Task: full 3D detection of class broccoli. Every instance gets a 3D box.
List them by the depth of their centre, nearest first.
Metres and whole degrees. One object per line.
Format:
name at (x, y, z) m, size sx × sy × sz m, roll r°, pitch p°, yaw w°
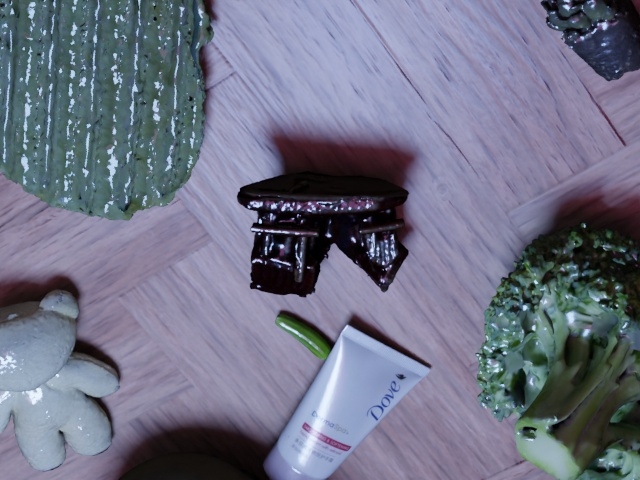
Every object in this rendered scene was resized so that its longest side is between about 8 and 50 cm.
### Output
broccoli at (0.307, 0.174, 1.686) m, size 0.249 × 0.302 × 0.375 m, roll 1°, pitch 120°, yaw 60°

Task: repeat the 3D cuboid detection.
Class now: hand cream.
hand cream at (0.026, 0.231, 1.872) m, size 0.133 × 0.083 × 0.248 m, roll 26°, pitch 114°, yaw -20°

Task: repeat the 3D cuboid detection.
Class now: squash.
squash at (-0.021, 0.123, 1.842) m, size 0.089 × 0.027 × 0.027 m, roll 39°, pitch 118°, yaw -14°

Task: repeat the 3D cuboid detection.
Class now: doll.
doll at (-0.381, 0.193, 1.898) m, size 0.149 × 0.175 × 0.278 m, roll 23°, pitch 140°, yaw 40°

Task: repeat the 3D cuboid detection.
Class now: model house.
model house at (0.005, 0.003, 1.707) m, size 0.203 × 0.141 × 0.164 m, roll 4°, pitch 109°, yaw 4°

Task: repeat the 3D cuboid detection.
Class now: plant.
plant at (0.302, -0.247, 1.550) m, size 0.092 × 0.094 × 0.143 m, roll -21°, pitch 126°, yaw 35°

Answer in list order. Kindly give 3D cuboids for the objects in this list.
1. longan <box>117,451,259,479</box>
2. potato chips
longan at (-0.147, 0.453, 1.889) m, size 0.361 × 0.361 × 0.361 m, roll 4°, pitch 120°, yaw 7°
potato chips at (-0.305, -0.217, 1.668) m, size 0.358 × 0.070 × 0.429 m, roll 8°, pitch 120°, yaw 2°
